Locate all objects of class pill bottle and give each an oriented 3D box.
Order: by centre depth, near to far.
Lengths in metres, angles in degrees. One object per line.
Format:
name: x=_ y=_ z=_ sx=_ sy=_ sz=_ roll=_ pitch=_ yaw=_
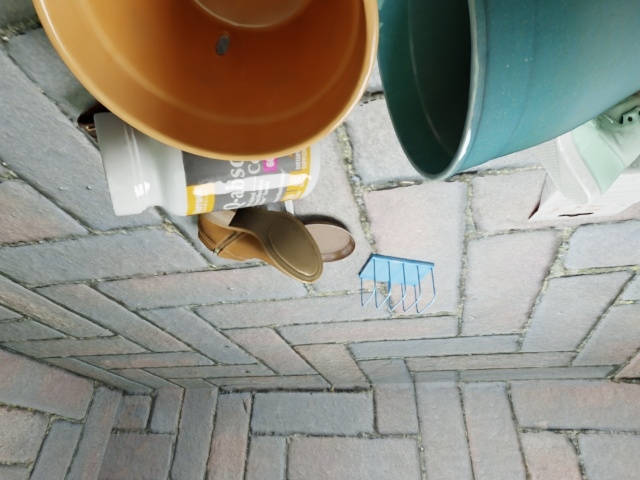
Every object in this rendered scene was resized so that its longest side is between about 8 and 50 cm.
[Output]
pill bottle: x=-0.153 y=-0.121 z=0.575 sx=0.278 sy=0.162 sz=0.162 roll=-12 pitch=153 yaw=-24

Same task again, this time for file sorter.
file sorter: x=0.198 y=0.120 z=1.054 sx=0.170 sy=0.104 sz=0.118 roll=8 pitch=147 yaw=-10

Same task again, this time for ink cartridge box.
ink cartridge box: x=0.516 y=-0.099 z=0.763 sx=0.181 sy=0.056 sz=0.225 roll=-3 pitch=165 yaw=9

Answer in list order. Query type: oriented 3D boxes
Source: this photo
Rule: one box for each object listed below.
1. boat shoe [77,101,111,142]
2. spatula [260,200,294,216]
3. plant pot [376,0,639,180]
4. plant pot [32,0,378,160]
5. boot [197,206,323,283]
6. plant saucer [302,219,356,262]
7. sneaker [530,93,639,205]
boat shoe: x=-0.293 y=-0.201 z=0.621 sx=0.207 sy=0.073 sz=0.073 roll=-18 pitch=144 yaw=28
spatula: x=-0.110 y=-0.065 z=0.841 sx=0.168 sy=0.019 sz=0.242 roll=18 pitch=149 yaw=14
plant pot: x=0.212 y=-0.219 z=0.405 sx=0.255 sy=0.272 sz=0.271 roll=-13 pitch=147 yaw=-2
plant pot: x=-0.091 y=-0.255 z=0.405 sx=0.291 sy=0.203 sz=0.291 roll=2 pitch=148 yaw=1
boot: x=-0.143 y=0.016 z=0.858 sx=0.283 sy=0.109 sz=0.220 roll=34 pitch=147 yaw=-8
plant saucer: x=0.000 y=0.000 z=0.953 sx=0.168 sy=0.029 sz=0.168 roll=2 pitch=148 yaw=1
sneaker: x=0.385 y=-0.193 z=0.600 sx=0.151 sy=0.094 sz=0.256 roll=-43 pitch=112 yaw=0
